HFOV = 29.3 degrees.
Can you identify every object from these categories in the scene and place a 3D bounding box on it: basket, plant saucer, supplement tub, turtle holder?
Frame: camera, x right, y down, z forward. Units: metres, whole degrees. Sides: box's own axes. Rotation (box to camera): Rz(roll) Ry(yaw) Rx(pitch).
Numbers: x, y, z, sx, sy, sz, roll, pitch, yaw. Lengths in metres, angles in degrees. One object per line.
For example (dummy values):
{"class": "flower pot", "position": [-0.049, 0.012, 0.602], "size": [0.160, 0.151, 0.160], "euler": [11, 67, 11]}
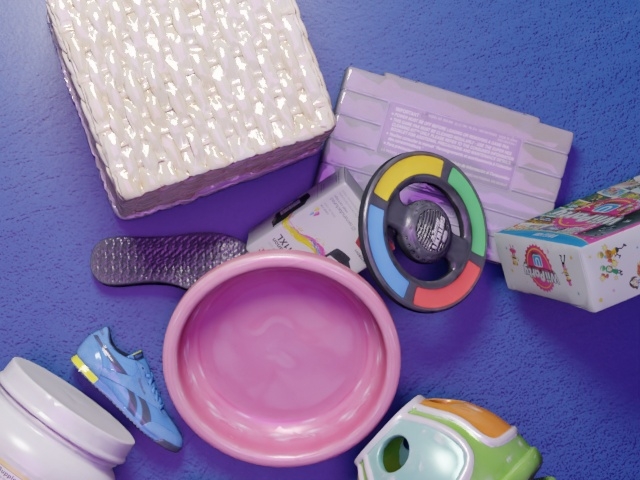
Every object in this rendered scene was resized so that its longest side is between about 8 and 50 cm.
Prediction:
{"class": "basket", "position": [-0.181, -0.228, 1.677], "size": [0.328, 0.266, 0.331], "euler": [-19, 93, -7]}
{"class": "plant saucer", "position": [-0.053, 0.159, 1.728], "size": [0.332, 0.084, 0.332], "euler": [0, 112, 1]}
{"class": "supplement tub", "position": [-0.429, 0.349, 1.650], "size": [0.241, 0.241, 0.331], "euler": [36, 85, -4]}
{"class": "turtle holder", "position": [0.157, 0.366, 1.740], "size": [0.227, 0.243, 0.320], "euler": [43, 125, 11]}

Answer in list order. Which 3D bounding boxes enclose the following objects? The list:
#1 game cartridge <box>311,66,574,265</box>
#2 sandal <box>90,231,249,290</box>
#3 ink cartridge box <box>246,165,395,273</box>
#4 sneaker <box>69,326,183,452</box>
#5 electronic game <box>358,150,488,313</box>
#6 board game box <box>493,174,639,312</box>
{"class": "game cartridge", "position": [0.179, -0.106, 1.816], "size": [0.355, 0.068, 0.230], "euler": [16, 83, -5]}
{"class": "sandal", "position": [-0.203, 0.033, 1.781], "size": [0.254, 0.054, 0.097], "euler": [7, 81, 4]}
{"class": "ink cartridge box", "position": [0.000, 0.000, 1.748], "size": [0.175, 0.072, 0.127], "euler": [-34, 109, 13]}
{"class": "sneaker", "position": [-0.260, 0.213, 1.757], "size": [0.082, 0.069, 0.209], "euler": [-45, 93, -9]}
{"class": "electronic game", "position": [0.147, -0.012, 1.717], "size": [0.229, 0.048, 0.229], "euler": [6, 80, -35]}
{"class": "board game box", "position": [0.435, -0.007, 1.723], "size": [0.303, 0.224, 0.098], "euler": [-21, 103, -19]}
